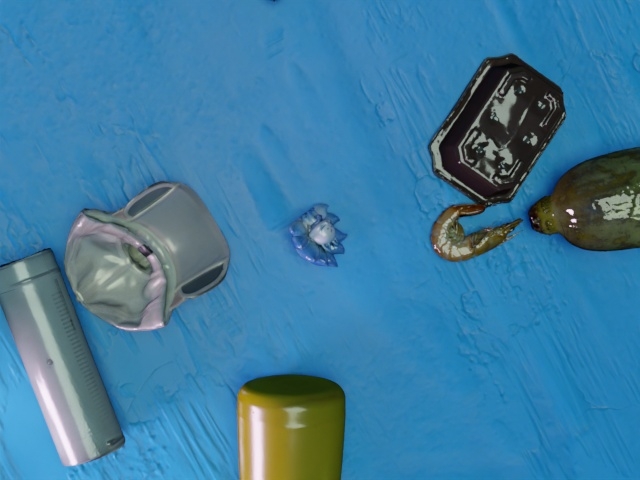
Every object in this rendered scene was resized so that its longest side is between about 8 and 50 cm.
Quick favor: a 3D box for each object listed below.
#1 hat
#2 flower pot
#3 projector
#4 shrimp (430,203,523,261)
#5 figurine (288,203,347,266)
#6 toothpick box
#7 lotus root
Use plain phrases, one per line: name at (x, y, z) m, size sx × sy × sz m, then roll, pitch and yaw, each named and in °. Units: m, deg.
hat at (-0.278, 0.018, 1.622) m, size 0.226 × 0.164 × 0.219 m, roll -37°, pitch 99°, yaw -45°
flower pot at (0.311, -0.188, 1.694) m, size 0.179 × 0.084 × 0.251 m, roll 34°, pitch 87°, yaw -9°
projector at (-0.415, 0.184, 1.591) m, size 0.108 × 0.108 × 0.337 m, roll -20°, pitch 96°, yaw -7°
shrimp at (0.265, -0.023, 1.724) m, size 0.162 × 0.045 × 0.095 m, roll -22°, pitch 75°, yaw -2°
figurine at (0.000, 0.000, 1.658) m, size 0.114 × 0.079 × 0.114 m, roll 25°, pitch 49°, yaw -32°
toothpick box at (-0.049, 0.365, 1.623) m, size 0.175 × 0.175 × 0.271 m, roll 0°, pitch 95°, yaw -9°
lotus root at (0.509, -0.061, 1.700) m, size 0.309 × 0.173 × 0.173 m, roll -12°, pitch 94°, yaw -1°
